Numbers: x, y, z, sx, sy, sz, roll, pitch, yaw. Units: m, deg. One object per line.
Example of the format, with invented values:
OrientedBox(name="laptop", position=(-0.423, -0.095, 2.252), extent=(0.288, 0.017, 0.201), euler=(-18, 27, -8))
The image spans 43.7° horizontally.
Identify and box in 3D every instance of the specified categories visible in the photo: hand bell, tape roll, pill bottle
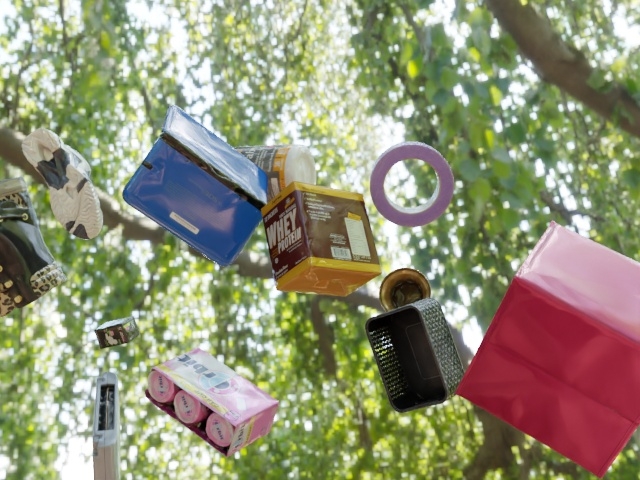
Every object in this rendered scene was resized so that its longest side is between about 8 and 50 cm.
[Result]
OrientedBox(name="hand bell", position=(0.230, 0.155, 2.001), extent=(0.126, 0.126, 0.242), euler=(-13, -18, 12))
OrientedBox(name="tape roll", position=(0.206, -0.128, 1.815), extent=(0.189, 0.189, 0.080), euler=(-10, 11, 7))
OrientedBox(name="pill bottle", position=(-0.164, -0.163, 2.062), extent=(0.279, 0.162, 0.162), euler=(0, -22, 22))

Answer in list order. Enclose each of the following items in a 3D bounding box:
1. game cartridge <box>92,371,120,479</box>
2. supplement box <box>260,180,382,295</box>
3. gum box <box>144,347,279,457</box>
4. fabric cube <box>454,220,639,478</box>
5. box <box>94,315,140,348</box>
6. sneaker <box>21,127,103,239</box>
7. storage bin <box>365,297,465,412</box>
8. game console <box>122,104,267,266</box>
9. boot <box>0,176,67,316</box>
OrientedBox(name="game cartridge", position=(-0.464, 0.444, 1.742), extent=(0.062, 0.297, 0.198), euler=(-5, -68, -12))
OrientedBox(name="supplement box", position=(0.000, 0.000, 1.690), extent=(0.191, 0.194, 0.129), euler=(8, -31, -37))
OrientedBox(name="gum box", position=(-0.174, 0.246, 1.251), extent=(0.107, 0.188, 0.062), euler=(-17, -51, -54))
OrientedBox(name="fabric cube", position=(0.414, 0.164, 1.292), extent=(0.254, 0.258, 0.259), euler=(-37, -29, -53))
OrientedBox(name="box", position=(-0.495, 0.224, 1.947), extent=(0.083, 0.052, 0.062), euler=(-13, 10, 19))
OrientedBox(name="sneaker", position=(-0.484, -0.104, 1.577), extent=(0.094, 0.235, 0.153), euler=(-39, -7, 3))
OrientedBox(name="storage bin", position=(0.172, 0.206, 1.440), extent=(0.122, 0.180, 0.084), euler=(-23, -8, 34))
OrientedBox(name="game console", position=(-0.272, -0.124, 1.796), extent=(0.293, 0.250, 0.173), euler=(36, -6, -23))
OrientedBox(name="boot", position=(-0.773, 0.042, 1.805), extent=(0.138, 0.284, 0.377), euler=(-17, 13, 40))
